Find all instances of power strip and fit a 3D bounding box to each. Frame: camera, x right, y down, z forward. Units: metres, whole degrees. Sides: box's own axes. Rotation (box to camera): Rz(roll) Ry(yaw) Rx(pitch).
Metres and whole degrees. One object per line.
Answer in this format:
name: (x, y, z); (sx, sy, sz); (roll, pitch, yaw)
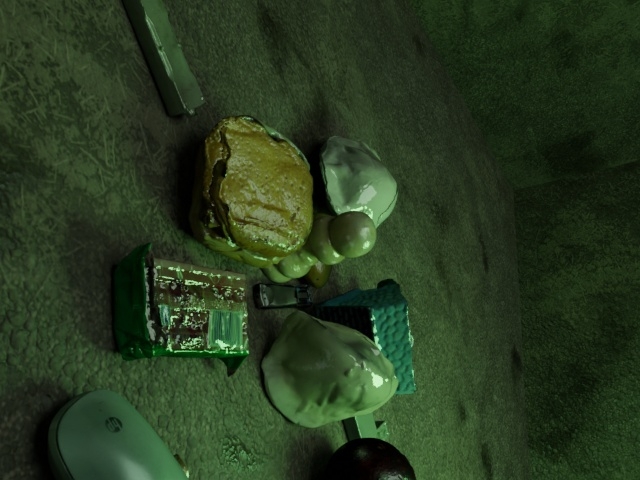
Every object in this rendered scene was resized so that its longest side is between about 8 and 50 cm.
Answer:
power strip: (-0.307, -0.374, 1.331); (0.080, 0.048, 0.286); (-46, 118, -60)
power strip: (0.132, 0.505, 1.737); (0.145, 0.061, 0.216); (-24, 100, -60)

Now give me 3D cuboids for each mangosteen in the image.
mangosteen: (0.085, 0.559, 1.506); (0.265, 0.228, 0.228); (-24, 103, -19)

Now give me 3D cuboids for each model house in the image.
model house: (0.094, 0.251, 1.664); (0.226, 0.241, 0.261); (-119, -160, -76)

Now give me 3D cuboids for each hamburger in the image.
hamburger: (-0.144, -0.102, 1.386); (0.318, 0.158, 0.319); (26, 55, -45)

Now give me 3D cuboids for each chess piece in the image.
chess piece: (0.000, 0.000, 1.507); (0.142, 0.260, 0.143); (34, 48, -48)

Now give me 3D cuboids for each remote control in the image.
remote control: (-0.080, 0.125, 1.549); (0.212, 0.028, 0.059); (7, 73, -60)

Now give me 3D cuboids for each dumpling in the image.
dumpling: (0.092, -0.158, 1.838); (0.260, 0.181, 0.341); (51, 59, -24)
dumpling: (0.026, 0.303, 1.467); (0.318, 0.187, 0.243); (40, 83, -18)

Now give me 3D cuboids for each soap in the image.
soap: (-0.230, 0.130, 1.205); (0.273, 0.098, 0.218); (16, 64, -58)

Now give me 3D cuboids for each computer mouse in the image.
computer mouse: (-0.263, 0.337, 0.976); (0.288, 0.097, 0.159); (49, 27, -1)

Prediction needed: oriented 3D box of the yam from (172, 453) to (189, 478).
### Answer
yam: (-0.296, 0.412, 1.004); (0.299, 0.066, 0.066); (-33, 107, -60)

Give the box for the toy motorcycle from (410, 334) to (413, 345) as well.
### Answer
toy motorcycle: (0.156, 0.273, 1.850); (0.171, 0.110, 0.260); (-33, 116, -43)

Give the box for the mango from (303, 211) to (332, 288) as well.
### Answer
mango: (-0.007, 0.016, 1.668); (0.122, 0.085, 0.191); (54, 35, -41)
